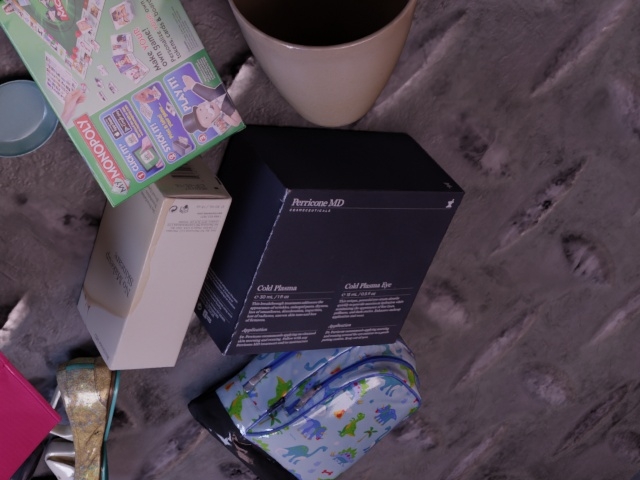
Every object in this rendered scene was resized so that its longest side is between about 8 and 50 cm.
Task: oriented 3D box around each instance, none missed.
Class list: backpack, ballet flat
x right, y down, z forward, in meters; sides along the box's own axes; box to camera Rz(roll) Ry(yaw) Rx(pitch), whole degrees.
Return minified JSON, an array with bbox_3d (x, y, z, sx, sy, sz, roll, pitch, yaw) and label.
[{"bbox_3d":[0.001,0.273,2.205,0.355,0.273,0.290,-47,133,-10],"label":"backpack"},{"bbox_3d":[-0.394,0.324,2.057,0.123,0.123,0.348,-11,132,-28],"label":"ballet flat"}]

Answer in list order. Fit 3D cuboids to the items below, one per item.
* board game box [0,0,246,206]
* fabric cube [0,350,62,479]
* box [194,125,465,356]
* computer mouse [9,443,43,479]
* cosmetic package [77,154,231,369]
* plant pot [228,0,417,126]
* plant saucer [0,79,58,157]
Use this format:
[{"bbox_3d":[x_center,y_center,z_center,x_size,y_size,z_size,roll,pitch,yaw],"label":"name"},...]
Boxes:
[{"bbox_3d":[-0.258,-0.227,1.636,0.213,0.046,0.317,-31,122,-8],"label":"board game box"},{"bbox_3d":[-0.554,0.226,1.643,0.258,0.254,0.259,-51,128,-24],"label":"fabric cube"},{"bbox_3d":[0.000,0.000,1.987,0.343,0.179,0.312,0,127,-36],"label":"box"},{"bbox_3d":[-0.528,0.442,2.008,0.060,0.184,0.262,25,96,-2],"label":"computer mouse"},{"bbox_3d":[-0.248,0.021,1.845,0.113,0.160,0.309,0,125,-34],"label":"cosmetic package"},{"bbox_3d":[0.011,-0.284,1.725,0.256,0.256,0.274,-29,154,-11],"label":"plant pot"},{"bbox_3d":[-0.406,-0.165,1.669,0.119,0.021,0.119,-19,134,-21],"label":"plant saucer"}]
